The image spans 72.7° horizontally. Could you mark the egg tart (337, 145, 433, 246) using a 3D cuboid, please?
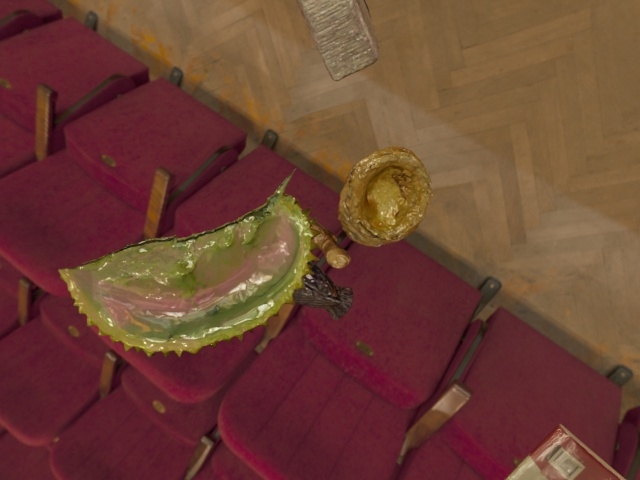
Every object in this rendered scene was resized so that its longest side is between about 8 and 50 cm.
[{"bbox_3d":[0.168,-0.118,1.195,0.118,0.288,0.288,-146,43,-62],"label":"egg tart"}]

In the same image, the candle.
[{"bbox_3d":[0.023,-0.287,0.545,0.068,0.192,0.169,-20,80,21],"label":"candle"}]

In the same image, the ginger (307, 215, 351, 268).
[{"bbox_3d":[-0.004,-0.001,1.033,0.133,0.214,0.059,32,103,-30],"label":"ginger"}]

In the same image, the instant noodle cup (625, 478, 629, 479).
[{"bbox_3d":[0.596,0.600,0.857,0.193,0.193,0.212,27,101,17],"label":"instant noodle cup"}]

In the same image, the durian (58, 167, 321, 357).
[{"bbox_3d":[-0.159,0.049,0.620,0.169,0.351,0.158,83,160,-44],"label":"durian"}]

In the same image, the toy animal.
[{"bbox_3d":[-0.059,0.104,1.140,0.298,0.122,0.185,29,168,21],"label":"toy animal"}]

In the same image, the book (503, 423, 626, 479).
[{"bbox_3d":[0.354,0.416,0.651,0.162,0.022,0.232,41,108,27],"label":"book"}]
